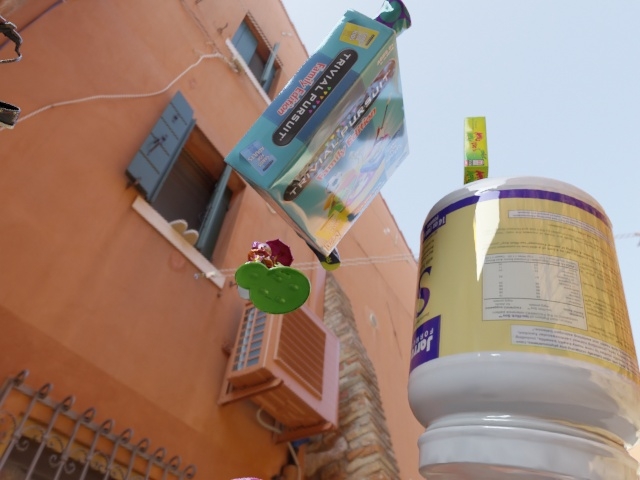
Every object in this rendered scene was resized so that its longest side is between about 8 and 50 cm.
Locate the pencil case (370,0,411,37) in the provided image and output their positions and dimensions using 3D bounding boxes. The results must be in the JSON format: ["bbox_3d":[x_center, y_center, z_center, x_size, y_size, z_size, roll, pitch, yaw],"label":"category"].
[{"bbox_3d":[0.086,-0.368,0.839,0.152,0.064,0.070,-34,-93,11],"label":"pencil case"}]

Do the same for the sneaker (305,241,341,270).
[{"bbox_3d":[0.000,0.000,1.052,0.053,0.059,0.144,-19,-62,12],"label":"sneaker"}]

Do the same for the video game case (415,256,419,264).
[{"bbox_3d":[0.341,0.140,1.223,0.023,0.183,0.201,-43,-39,6],"label":"video game case"}]

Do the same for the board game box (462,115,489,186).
[{"bbox_3d":[0.303,-0.159,0.921,0.043,0.181,0.092,1,-46,16],"label":"board game box"}]

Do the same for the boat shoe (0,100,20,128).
[{"bbox_3d":[-0.588,-0.238,0.797,0.133,0.049,0.042,22,-71,-44],"label":"boat shoe"}]

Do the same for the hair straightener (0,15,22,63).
[{"bbox_3d":[-0.525,-0.327,0.649,0.047,0.089,0.230,35,-6,30],"label":"hair straightener"}]

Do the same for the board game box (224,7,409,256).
[{"bbox_3d":[0.025,-0.131,0.723,0.079,0.253,0.336,37,-4,20],"label":"board game box"}]

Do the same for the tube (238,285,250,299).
[{"bbox_3d":[-0.120,0.126,1.160,0.080,0.052,0.207,6,-7,29],"label":"tube"}]

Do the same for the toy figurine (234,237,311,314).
[{"bbox_3d":[-0.114,0.054,1.031,0.173,0.159,0.130,31,-67,-29],"label":"toy figurine"}]

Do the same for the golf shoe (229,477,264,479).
[{"bbox_3d":[-0.091,0.618,1.028,0.307,0.115,0.140,16,-46,4],"label":"golf shoe"}]

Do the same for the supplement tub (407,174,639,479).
[{"bbox_3d":[0.230,0.114,0.555,0.241,0.331,0.241,9,-34,6],"label":"supplement tub"}]
